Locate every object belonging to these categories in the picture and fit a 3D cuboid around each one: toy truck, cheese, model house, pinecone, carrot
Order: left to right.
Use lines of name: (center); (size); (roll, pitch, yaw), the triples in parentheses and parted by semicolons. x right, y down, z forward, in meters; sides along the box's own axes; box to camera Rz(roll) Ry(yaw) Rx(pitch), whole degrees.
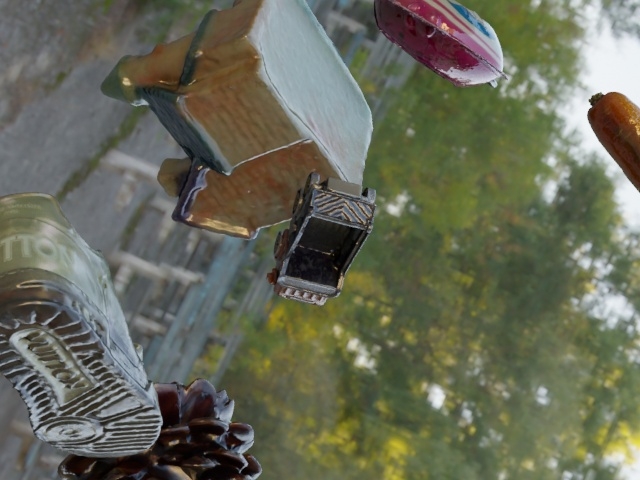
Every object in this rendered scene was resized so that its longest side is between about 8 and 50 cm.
pinecone: (-0.213, 0.347, 1.500); (0.242, 0.298, 0.296); (-25, -120, 44)
model house: (-0.124, -0.172, 1.513); (0.280, 0.312, 0.245); (-16, -140, 27)
toy truck: (0.000, 0.000, 1.264); (0.192, 0.083, 0.092); (119, -19, -51)
cheese: (0.120, -0.188, 1.032); (0.062, 0.155, 0.244); (-57, 162, 8)
carrot: (0.403, -0.091, 1.327); (0.067, 0.225, 0.067); (-31, 166, -8)

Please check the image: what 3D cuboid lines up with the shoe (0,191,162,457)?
shoe: (-0.204, 0.069, 0.906); (0.293, 0.109, 0.149); (78, 0, -58)
